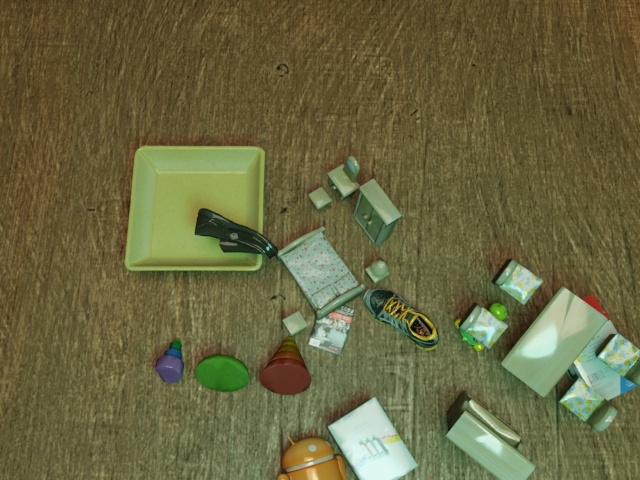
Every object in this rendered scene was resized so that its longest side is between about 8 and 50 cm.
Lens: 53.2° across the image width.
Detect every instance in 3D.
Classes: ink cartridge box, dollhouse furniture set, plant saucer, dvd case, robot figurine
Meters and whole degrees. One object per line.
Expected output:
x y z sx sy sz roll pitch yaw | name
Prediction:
0.112 0.463 1.436 0.127 0.128 0.176 -29 76 -10 | ink cartridge box
0.452 0.291 1.371 0.362 0.256 0.394 38 95 10 | dollhouse furniture set
0.647 0.263 1.535 0.134 0.078 0.231 -23 75 -8 | ink cartridge box
-0.308 -0.074 1.624 0.333 0.081 0.332 0 72 -1 | plant saucer
0.000 0.000 1.547 0.356 0.174 0.303 -31 75 -14 | dollhouse furniture set
0.027 0.214 1.574 0.087 0.013 0.119 17 72 4 | dvd case
-0.015 0.534 1.411 0.158 0.128 0.219 -15 73 -5 | robot figurine

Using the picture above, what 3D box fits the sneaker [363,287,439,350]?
0.202 0.182 1.552 0.215 0.083 0.084 33 76 10 | sneaker

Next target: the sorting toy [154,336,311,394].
-0.201 0.277 1.522 0.366 0.127 0.126 3 43 2 | sorting toy

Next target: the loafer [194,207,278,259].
-0.205 -0.001 1.528 0.220 0.080 0.078 25 83 12 | loafer

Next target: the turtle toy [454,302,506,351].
0.396 0.202 1.556 0.130 0.066 0.095 -37 77 -12 | turtle toy
